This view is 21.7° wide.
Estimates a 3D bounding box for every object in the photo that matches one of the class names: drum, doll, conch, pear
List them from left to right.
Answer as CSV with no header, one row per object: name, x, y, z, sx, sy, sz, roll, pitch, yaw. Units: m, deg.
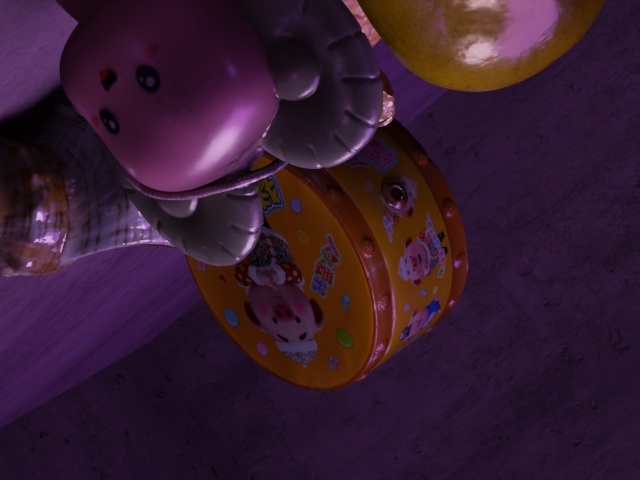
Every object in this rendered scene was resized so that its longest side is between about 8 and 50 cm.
conch,-0.215,-0.052,1.648,0.386,0.169,0.203,-10,-158,-29
doll,-0.082,-0.138,1.303,0.216,0.268,0.284,-29,172,-48
drum,0.000,0.000,2.494,0.214,0.431,0.431,-32,174,-36
pear,0.153,-0.285,1.618,0.294,0.294,0.294,-36,176,-3

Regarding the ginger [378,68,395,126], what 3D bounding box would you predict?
ginger,0.012,-0.214,2.143,0.081,0.115,0.205,-55,-141,-3

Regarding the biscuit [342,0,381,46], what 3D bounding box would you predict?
biscuit,0.002,-0.236,1.810,0.205,0.040,0.309,-24,160,-15
